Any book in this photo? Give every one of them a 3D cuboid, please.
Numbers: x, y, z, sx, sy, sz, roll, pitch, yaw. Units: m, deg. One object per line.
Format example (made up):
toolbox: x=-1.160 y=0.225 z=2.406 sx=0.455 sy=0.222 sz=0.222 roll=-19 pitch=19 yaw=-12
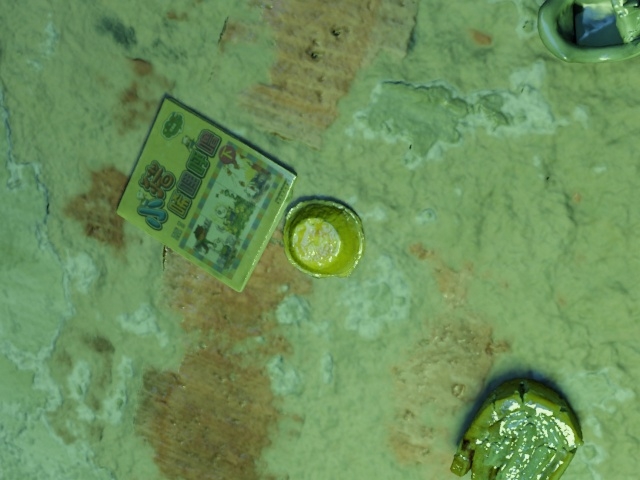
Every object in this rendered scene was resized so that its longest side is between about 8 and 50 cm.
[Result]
book: x=-0.140 y=-0.054 z=1.260 sx=0.192 sy=0.013 sz=0.168 roll=31 pitch=110 yaw=11

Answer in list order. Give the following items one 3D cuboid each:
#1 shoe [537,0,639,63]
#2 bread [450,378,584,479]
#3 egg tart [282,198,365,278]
shoe: x=0.335 y=-0.237 z=0.965 sx=0.293 sy=0.149 sz=0.109 roll=-22 pitch=96 yaw=34
bread: x=0.222 y=0.235 z=1.173 sx=0.117 sy=0.064 sz=0.156 roll=30 pitch=108 yaw=12
egg tart: x=0.000 y=0.000 z=1.211 sx=0.105 sy=0.039 sz=0.105 roll=3 pitch=101 yaw=17
